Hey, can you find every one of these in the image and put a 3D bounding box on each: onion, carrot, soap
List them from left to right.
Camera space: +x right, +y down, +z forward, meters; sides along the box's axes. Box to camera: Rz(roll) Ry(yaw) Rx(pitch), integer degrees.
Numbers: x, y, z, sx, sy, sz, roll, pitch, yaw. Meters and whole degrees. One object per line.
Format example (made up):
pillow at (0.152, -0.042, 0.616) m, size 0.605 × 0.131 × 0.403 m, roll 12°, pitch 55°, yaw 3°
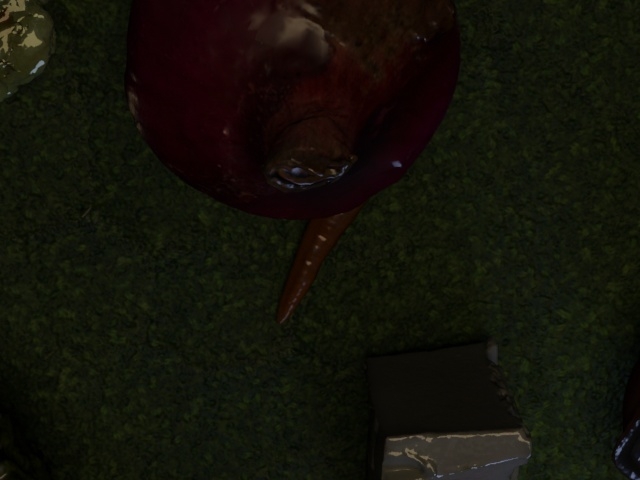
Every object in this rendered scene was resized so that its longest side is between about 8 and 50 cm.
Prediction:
onion at (-0.025, -0.152, 1.725) m, size 0.348 × 0.385 × 0.347 m, roll -2°, pitch 124°, yaw -3°
carrot at (0.000, 0.000, 1.951) m, size 0.048 × 0.048 × 0.216 m, roll 25°, pitch 108°, yaw -12°
soap at (0.127, 0.281, 1.936) m, size 0.159 × 0.258 × 0.302 m, roll -4°, pitch 108°, yaw -5°

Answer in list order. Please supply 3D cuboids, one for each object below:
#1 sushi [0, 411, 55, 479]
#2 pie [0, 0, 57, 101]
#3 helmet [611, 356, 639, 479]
sushi at (-0.433, 0.311, 1.878) m, size 0.352 × 0.178 × 0.294 m, roll -14°, pitch 64°, yaw 10°
pie at (-0.384, -0.261, 1.814) m, size 0.257 × 0.105 × 0.274 m, roll 3°, pitch 105°, yaw 9°
helmet at (0.427, 0.149, 1.980) m, size 0.198 × 0.154 × 0.253 m, roll 33°, pitch 121°, yaw -29°
